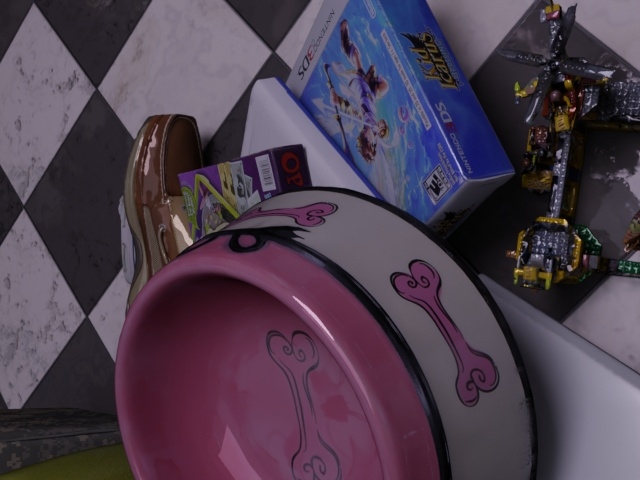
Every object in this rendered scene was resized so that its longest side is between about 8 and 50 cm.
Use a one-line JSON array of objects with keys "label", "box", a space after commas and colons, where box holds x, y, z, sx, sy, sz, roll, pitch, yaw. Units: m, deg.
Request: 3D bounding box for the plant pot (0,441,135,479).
[{"label": "plant pot", "box": [-0.207, 0.337, 0.871, 0.275, 0.294, 0.274, 8, 104, 32]}]

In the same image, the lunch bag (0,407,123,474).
[{"label": "lunch bag", "box": [-0.386, 0.358, 1.013, 0.213, 0.305, 0.255, 1, 84, 39]}]

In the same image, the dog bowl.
[{"label": "dog bowl", "box": [-0.025, 0.162, 0.706, 0.408, 0.150, 0.407, 12, 109, 39]}]

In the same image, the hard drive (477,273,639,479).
[{"label": "hard drive", "box": [0.207, 0.188, 0.705, 0.307, 0.040, 0.203, 37, 97, 43]}]

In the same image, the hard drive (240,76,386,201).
[{"label": "hard drive", "box": [0.000, 0.000, 0.845, 0.318, 0.040, 0.210, 53, 144, 34]}]

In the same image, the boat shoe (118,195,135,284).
[{"label": "boat shoe", "box": [-0.245, -0.043, 1.073, 0.076, 0.083, 0.226, 3, 89, 35]}]

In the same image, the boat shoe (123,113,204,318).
[{"label": "boat shoe", "box": [-0.170, 0.001, 1.006, 0.120, 0.123, 0.323, 4, 96, 31]}]

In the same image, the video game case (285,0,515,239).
[{"label": "video game case", "box": [0.059, -0.116, 0.806, 0.269, 0.061, 0.244, 68, 153, 19]}]

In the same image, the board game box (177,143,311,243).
[{"label": "board game box", "box": [-0.059, 0.079, 0.869, 0.208, 0.056, 0.346, -6, 98, 49]}]

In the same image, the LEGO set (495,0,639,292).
[{"label": "LEGO set", "box": [0.284, -0.051, 0.627, 0.331, 0.192, 0.254, 18, 97, 36]}]
